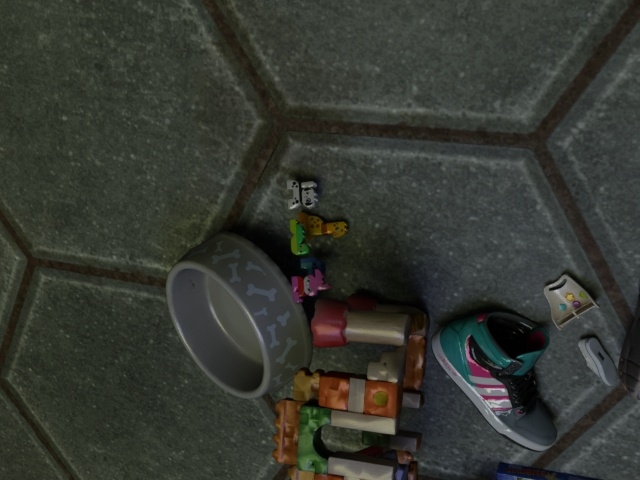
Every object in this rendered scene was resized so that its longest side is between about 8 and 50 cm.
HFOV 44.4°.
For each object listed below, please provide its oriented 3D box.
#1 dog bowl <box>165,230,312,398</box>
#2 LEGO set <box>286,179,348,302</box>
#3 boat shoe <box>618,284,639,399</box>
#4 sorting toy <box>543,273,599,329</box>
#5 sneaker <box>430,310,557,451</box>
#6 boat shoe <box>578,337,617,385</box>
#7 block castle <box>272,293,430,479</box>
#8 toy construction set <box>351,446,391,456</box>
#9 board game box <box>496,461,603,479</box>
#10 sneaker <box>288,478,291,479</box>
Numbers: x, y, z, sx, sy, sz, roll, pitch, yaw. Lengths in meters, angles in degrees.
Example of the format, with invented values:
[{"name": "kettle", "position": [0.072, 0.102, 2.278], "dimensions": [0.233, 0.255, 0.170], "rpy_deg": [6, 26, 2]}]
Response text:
[{"name": "dog bowl", "position": [-0.174, 0.158, 1.549], "dimensions": [0.348, 0.102, 0.349], "rpy_deg": [28, 134, 33]}, {"name": "LEGO set", "position": [0.000, 0.000, 1.449], "dimensions": [0.093, 0.087, 0.227], "rpy_deg": [-7, 80, 16]}, {"name": "boat shoe", "position": [0.572, 0.111, 1.238], "dimensions": [0.116, 0.123, 0.325], "rpy_deg": [8, 117, 1]}, {"name": "sorting toy", "position": [0.424, 0.098, 1.340], "dimensions": [0.075, 0.045, 0.083], "rpy_deg": [51, 126, 2]}, {"name": "sneaker", "position": [0.356, 0.237, 1.402], "dimensions": [0.295, 0.124, 0.178], "rpy_deg": [45, 135, -1]}, {"name": "boat shoe", "position": [0.485, 0.213, 1.379], "dimensions": [0.100, 0.035, 0.035], "rpy_deg": [54, 152, -13]}, {"name": "block castle", "position": [0.057, 0.327, 1.389], "dimensions": [0.212, 0.303, 0.454], "rpy_deg": [4, 89, 17]}, {"name": "toy construction set", "position": [0.186, 0.566, 1.641], "dimensions": [0.257, 0.237, 0.309], "rpy_deg": [-7, 96, 63]}, {"name": "board game box", "position": [0.453, 0.519, 1.552], "dimensions": [0.201, 0.035, 0.136], "rpy_deg": [4, 117, 24]}, {"name": "sneaker", "position": [-0.015, 0.640, 1.822], "dimensions": [0.125, 0.104, 0.262], "rpy_deg": [14, 119, 39]}]
